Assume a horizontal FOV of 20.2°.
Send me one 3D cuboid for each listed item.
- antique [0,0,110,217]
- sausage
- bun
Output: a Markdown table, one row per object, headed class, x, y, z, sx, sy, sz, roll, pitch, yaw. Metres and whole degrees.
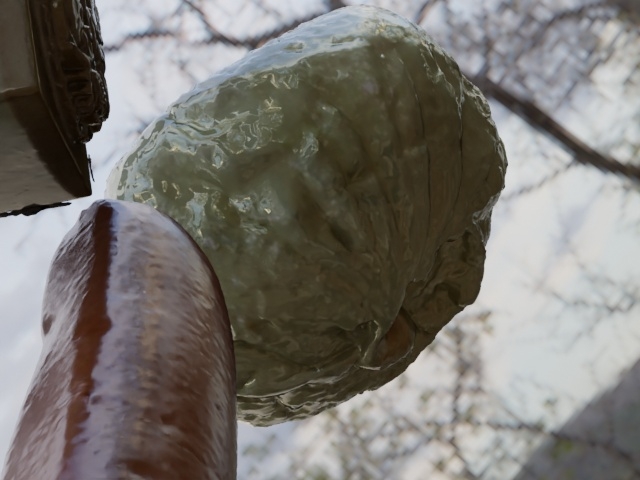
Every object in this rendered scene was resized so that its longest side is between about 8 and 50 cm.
| class | x | y | z | sx | sy | sz | roll | pitch | yaw |
| --- | --- | --- | --- | --- | --- | --- | --- | --- | --- |
| antique | -0.182 | -0.097 | 0.877 | 0.148 | 0.146 | 0.152 | -11 | -18 | -1 |
| sausage | -0.087 | 0.089 | 0.812 | 0.094 | 0.097 | 0.348 | -33 | 27 | 21 |
| bun | 0.000 | 0.000 | 1.393 | 0.352 | 0.227 | 0.349 | -50 | -23 | 14 |
